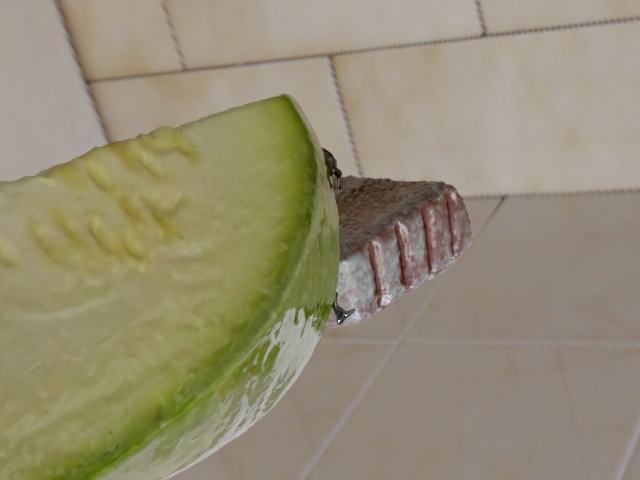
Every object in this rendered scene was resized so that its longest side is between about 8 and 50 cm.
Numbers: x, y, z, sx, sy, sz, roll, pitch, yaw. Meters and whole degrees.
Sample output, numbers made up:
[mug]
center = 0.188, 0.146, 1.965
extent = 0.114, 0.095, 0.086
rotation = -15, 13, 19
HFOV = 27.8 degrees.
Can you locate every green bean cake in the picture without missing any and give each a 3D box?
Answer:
[green bean cake]
center = 0.000, 0.000, 1.269
extent = 0.232, 0.198, 0.097
rotation = 12, 123, 38

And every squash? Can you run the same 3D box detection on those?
[squash]
center = -0.104, 0.035, 0.393
extent = 0.203, 0.288, 0.111
rotation = -39, 75, 13
